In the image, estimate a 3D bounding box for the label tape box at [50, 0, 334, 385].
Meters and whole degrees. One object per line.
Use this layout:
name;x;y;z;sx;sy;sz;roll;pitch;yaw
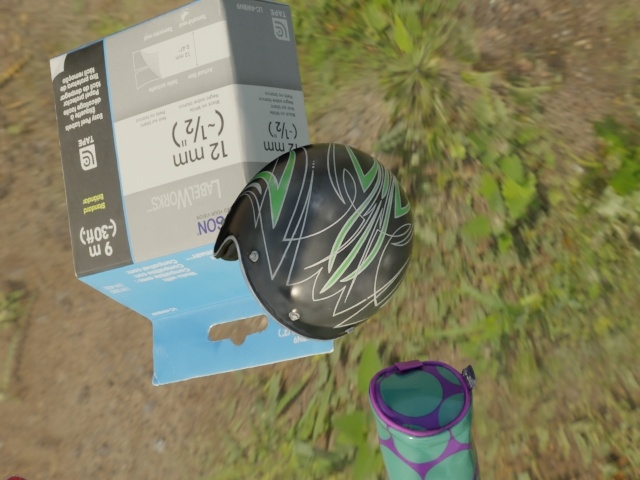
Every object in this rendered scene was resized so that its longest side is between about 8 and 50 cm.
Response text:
label tape box;-0.131;-0.043;1.583;0.249;0.115;0.348;-14;79;38

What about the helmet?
helmet;0.000;0.000;1.355;0.169;0.161;0.169;0;91;-22

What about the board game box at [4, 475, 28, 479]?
board game box;-0.147;0.287;1.158;0.259;0.039;0.124;33;79;-6

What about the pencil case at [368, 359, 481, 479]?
pencil case;0.070;0.140;0.997;0.064;0.070;0.152;-7;133;4
